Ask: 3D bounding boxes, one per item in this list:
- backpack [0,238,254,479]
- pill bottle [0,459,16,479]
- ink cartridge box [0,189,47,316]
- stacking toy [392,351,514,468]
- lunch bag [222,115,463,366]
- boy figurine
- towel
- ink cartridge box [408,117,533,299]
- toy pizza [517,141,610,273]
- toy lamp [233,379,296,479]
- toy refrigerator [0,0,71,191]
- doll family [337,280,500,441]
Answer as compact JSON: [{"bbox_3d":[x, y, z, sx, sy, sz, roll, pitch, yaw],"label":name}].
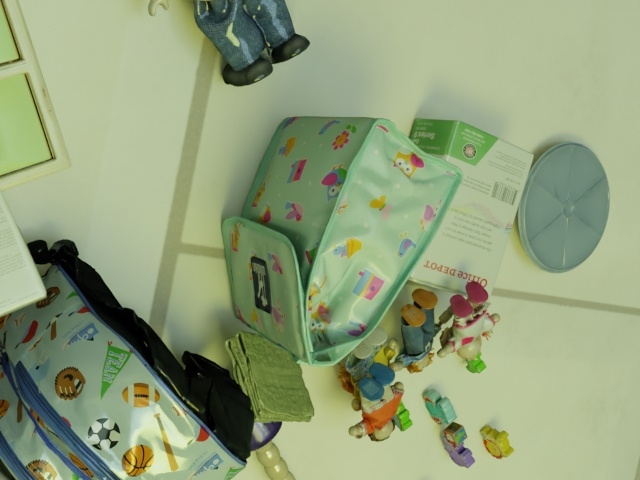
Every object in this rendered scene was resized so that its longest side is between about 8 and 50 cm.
[{"bbox_3d":[-0.203,0.165,0.860,0.213,0.263,0.276,-52,123,-14],"label":"backpack"},{"bbox_3d":[-0.370,0.355,0.846,0.283,0.160,0.160,-50,122,-15],"label":"pill bottle"},{"bbox_3d":[-0.345,-0.004,0.777,0.145,0.045,0.179,-23,93,-17],"label":"ink cartridge box"},{"bbox_3d":[0.184,0.271,1.277,0.167,0.052,0.221,-33,114,-27],"label":"stacking toy"},{"bbox_3d":[0.000,0.000,0.989,0.160,0.223,0.262,30,84,-29],"label":"lunch bag"},{"bbox_3d":[-0.122,-0.303,0.927,0.177,0.092,0.285,-41,118,-21],"label":"boy figurine"},{"bbox_3d":[-0.059,0.164,1.043,0.148,0.027,0.110,21,47,-61],"label":"towel"},{"bbox_3d":[0.177,-0.040,1.181,0.154,0.093,0.213,17,88,-35],"label":"ink cartridge box"},{"bbox_3d":[0.367,-0.050,1.344,0.201,0.032,0.201,-6,102,-33],"label":"toy pizza"},{"bbox_3d":[-0.053,0.288,1.102,0.080,0.080,0.275,-36,120,-23],"label":"toy lamp"},{"bbox_3d":[-0.327,-0.182,0.810,0.102,0.094,0.270,-24,112,-29],"label":"toy refrigerator"},{"bbox_3d":[0.109,0.145,1.149,0.263,0.118,0.163,-37,148,-20],"label":"doll family"}]
